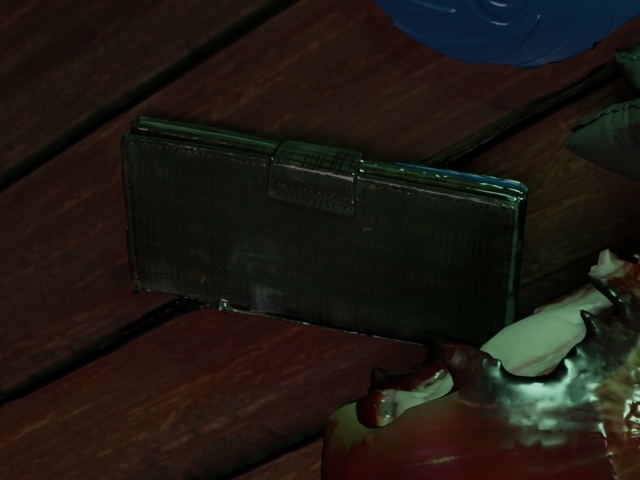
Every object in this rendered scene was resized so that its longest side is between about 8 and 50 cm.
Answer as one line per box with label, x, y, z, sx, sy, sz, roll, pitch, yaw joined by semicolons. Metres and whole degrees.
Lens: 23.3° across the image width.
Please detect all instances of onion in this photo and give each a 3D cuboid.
onion;0.188;0.169;1.056;0.341;0.341;0.341;8;124;12

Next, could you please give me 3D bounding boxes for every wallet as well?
wallet;0.000;0.000;1.213;0.317;0.044;0.169;10;128;13

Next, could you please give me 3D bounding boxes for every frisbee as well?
frisbee;0.121;-0.221;1.035;0.242;0.045;0.242;7;123;11

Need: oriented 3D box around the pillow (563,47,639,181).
pillow;0.336;-0.007;1.019;0.326;0.101;0.228;41;169;-14
